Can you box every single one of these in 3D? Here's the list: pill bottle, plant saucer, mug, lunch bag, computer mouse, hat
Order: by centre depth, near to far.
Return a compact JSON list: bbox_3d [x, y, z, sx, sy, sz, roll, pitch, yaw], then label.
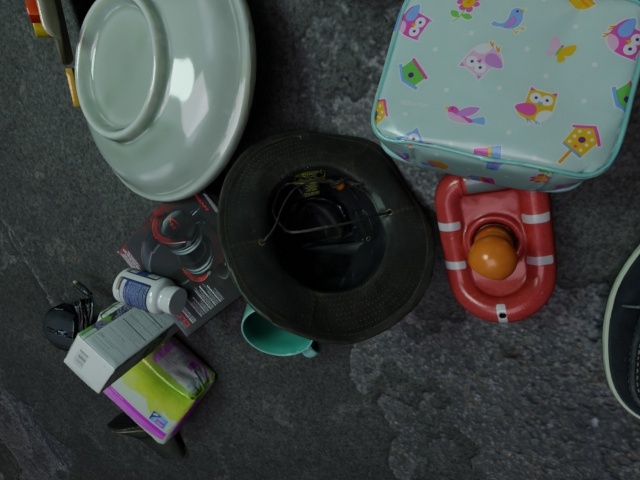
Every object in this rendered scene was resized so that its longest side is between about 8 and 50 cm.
[{"bbox_3d":[0.216,-0.186,0.526,0.279,0.108,0.223,14,87,15],"label":"lunch bag"},{"bbox_3d":[0.000,0.000,0.680,0.331,0.331,0.134,38,158,6],"label":"hat"},{"bbox_3d":[-0.277,-0.259,0.684,0.401,0.101,0.400,4,97,35],"label":"plant saucer"},{"bbox_3d":[-0.302,0.094,0.793,0.120,0.067,0.067,14,115,20],"label":"pill bottle"},{"bbox_3d":[-0.068,0.141,0.814,0.130,0.097,0.157,-2,129,8],"label":"mug"},{"bbox_3d":[-0.609,0.178,1.053,0.262,0.060,0.184,16,100,45],"label":"computer mouse"}]

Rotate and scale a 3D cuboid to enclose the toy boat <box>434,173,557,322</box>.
[{"bbox_3d":[0.235,0.010,0.601,0.151,0.151,0.231,-7,107,26],"label":"toy boat"}]

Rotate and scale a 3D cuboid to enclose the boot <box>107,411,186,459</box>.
[{"bbox_3d":[-0.459,0.521,1.166,0.198,0.077,0.137,-10,111,28],"label":"boot"}]

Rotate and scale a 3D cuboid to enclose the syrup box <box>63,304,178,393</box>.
[{"bbox_3d":[-0.371,0.182,0.890,0.096,0.237,0.093,42,120,2],"label":"syrup box"}]

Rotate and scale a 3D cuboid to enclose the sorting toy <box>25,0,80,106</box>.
[{"bbox_3d":[-0.446,-0.390,0.704,0.196,0.047,0.347,-162,62,-65],"label":"sorting toy"}]

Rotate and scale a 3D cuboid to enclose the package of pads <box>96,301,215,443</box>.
[{"bbox_3d":[-0.411,0.304,1.037,0.297,0.101,0.229,39,121,5],"label":"package of pads"}]

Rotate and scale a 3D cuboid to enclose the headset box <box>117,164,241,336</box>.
[{"bbox_3d":[-0.226,0.029,0.837,0.293,0.110,0.218,-36,93,31],"label":"headset box"}]

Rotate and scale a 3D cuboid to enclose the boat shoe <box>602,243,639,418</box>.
[{"bbox_3d":[0.483,0.037,0.502,0.187,0.156,0.499,19,118,14],"label":"boat shoe"}]
